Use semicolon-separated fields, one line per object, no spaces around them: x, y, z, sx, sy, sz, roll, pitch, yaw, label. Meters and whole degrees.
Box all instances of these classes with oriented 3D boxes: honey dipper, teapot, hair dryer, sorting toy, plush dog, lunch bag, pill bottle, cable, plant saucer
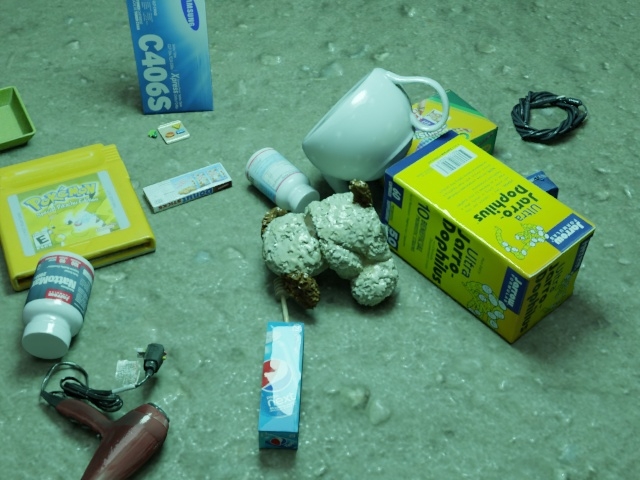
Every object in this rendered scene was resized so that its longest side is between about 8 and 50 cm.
-0.066;0.139;1.706;0.030;0.030;0.161;-5;52;-6;honey dipper
0.103;-0.207;1.819;0.187;0.256;0.252;44;76;-7;teapot
-0.359;0.312;1.525;0.223;0.080;0.293;-14;42;7;hair dryer
-0.343;-0.242;2.059;0.083;0.012;0.062;-20;51;-19;sorting toy
0.000;0.000;1.726;0.225;0.211;0.262;-22;51;-5;plush dog
0.443;-0.095;1.884;0.067;0.098;0.065;-22;49;-14;lunch bag
-0.478;0.118;1.659;0.108;0.108;0.180;1;47;0;pill bottle
0.514;-0.290;2.102;0.150;0.047;0.184;36;57;28;cable
-0.077;-0.118;1.901;0.087;0.087;0.160;-31;56;-27;pill bottle
-0.744;-0.252;2.037;0.188;0.045;0.188;-20;51;-19;plant saucer

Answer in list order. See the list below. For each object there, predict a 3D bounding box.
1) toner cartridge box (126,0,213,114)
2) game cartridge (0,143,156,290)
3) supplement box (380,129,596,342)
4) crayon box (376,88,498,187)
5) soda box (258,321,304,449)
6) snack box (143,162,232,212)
-0.328;-0.435;2.010;0.165;0.348;0.075;-6;49;-6;toner cartridge box
-0.516;-0.063;1.864;0.285;0.053;0.324;-17;51;-17;game cartridge
0.303;-0.015;1.741;0.195;0.194;0.356;-33;56;-28;supplement box
0.227;-0.212;1.999;0.278;0.081;0.165;-27;53;-24;crayon box
-0.065;0.245;1.563;0.067;0.071;0.210;2;53;0;soda box
-0.280;-0.113;1.935;0.178;0.022;0.064;-21;50;-19;snack box
